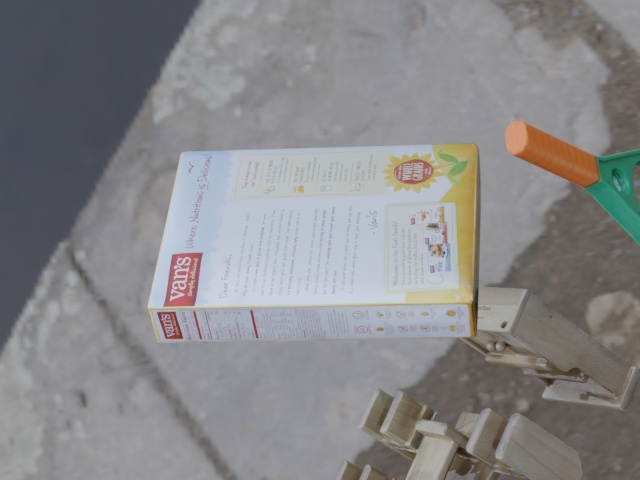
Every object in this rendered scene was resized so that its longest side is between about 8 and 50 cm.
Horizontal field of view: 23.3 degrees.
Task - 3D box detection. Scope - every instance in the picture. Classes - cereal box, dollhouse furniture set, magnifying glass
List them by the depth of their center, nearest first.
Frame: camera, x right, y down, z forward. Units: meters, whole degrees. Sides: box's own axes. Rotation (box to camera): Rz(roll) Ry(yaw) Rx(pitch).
[{"bbox_3d":[0.000,0.000,1.178,0.240,0.173,0.047,-1,136,9],"label":"cereal box"},{"bbox_3d":[0.232,-0.048,1.260,0.026,0.231,0.092,-27,55,37],"label":"magnifying glass"},{"bbox_3d":[0.163,0.186,1.415,0.212,0.161,0.242,1,62,56],"label":"dollhouse furniture set"}]
